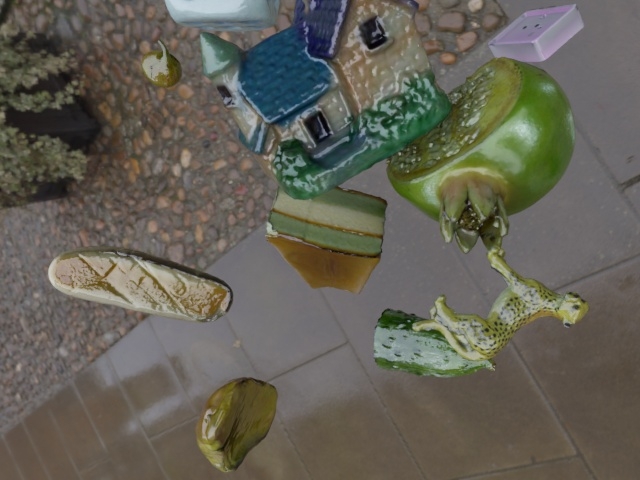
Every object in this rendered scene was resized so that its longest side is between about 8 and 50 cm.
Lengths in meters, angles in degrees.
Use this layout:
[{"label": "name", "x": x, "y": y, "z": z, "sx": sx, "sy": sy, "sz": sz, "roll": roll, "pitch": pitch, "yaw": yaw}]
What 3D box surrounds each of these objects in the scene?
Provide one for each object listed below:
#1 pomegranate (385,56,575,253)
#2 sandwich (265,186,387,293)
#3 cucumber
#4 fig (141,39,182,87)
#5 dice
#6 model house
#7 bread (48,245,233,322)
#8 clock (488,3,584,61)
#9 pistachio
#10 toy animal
[{"label": "pomegranate", "x": 0.277, "y": -0.116, "z": 0.901, "sx": 0.216, "sy": 0.358, "sz": 0.310, "roll": 35, "pitch": 136, "yaw": -30}, {"label": "sandwich", "x": 0.000, "y": 0.000, "z": 1.120, "sx": 0.228, "sy": 0.155, "sz": 0.198, "roll": 14, "pitch": 149, "yaw": -4}, {"label": "cucumber", "x": 0.232, "y": 0.219, "z": 1.083, "sx": 0.245, "sy": 0.134, "sz": 0.134, "roll": 8, "pitch": 109, "yaw": 35}, {"label": "fig", "x": -0.341, "y": -0.380, "z": 1.176, "sx": 0.098, "sy": 0.082, "sz": 0.084, "roll": -23, "pitch": 90, "yaw": 61}, {"label": "dice", "x": -0.255, "y": -0.701, "z": 1.417, "sx": 0.268, "sy": 0.264, "sz": 0.262, "roll": 3, "pitch": 104, "yaw": 4}, {"label": "model house", "x": -0.006, "y": -0.267, "z": 0.846, "sx": 0.280, "sy": 0.312, "sz": 0.245, "roll": 62, "pitch": 174, "yaw": -30}, {"label": "bread", "x": -0.212, "y": 0.051, "z": 0.657, "sx": 0.053, "sy": 0.215, "sz": 0.073, "roll": 15, "pitch": 89, "yaw": 69}, {"label": "clock", "x": 0.552, "y": -0.530, "z": 1.388, "sx": 0.063, "sy": 0.150, "sz": 0.197, "roll": 50, "pitch": 177, "yaw": -25}, {"label": "pistachio", "x": -0.087, "y": 0.172, "z": 0.513, "sx": 0.049, "sy": 0.173, "sz": 0.089, "roll": 14, "pitch": 74, "yaw": 15}, {"label": "toy animal", "x": 0.226, "y": 0.099, "z": 0.691, "sx": 0.181, "sy": 0.073, "sz": 0.136, "roll": -40, "pitch": 65, "yaw": -3}]
